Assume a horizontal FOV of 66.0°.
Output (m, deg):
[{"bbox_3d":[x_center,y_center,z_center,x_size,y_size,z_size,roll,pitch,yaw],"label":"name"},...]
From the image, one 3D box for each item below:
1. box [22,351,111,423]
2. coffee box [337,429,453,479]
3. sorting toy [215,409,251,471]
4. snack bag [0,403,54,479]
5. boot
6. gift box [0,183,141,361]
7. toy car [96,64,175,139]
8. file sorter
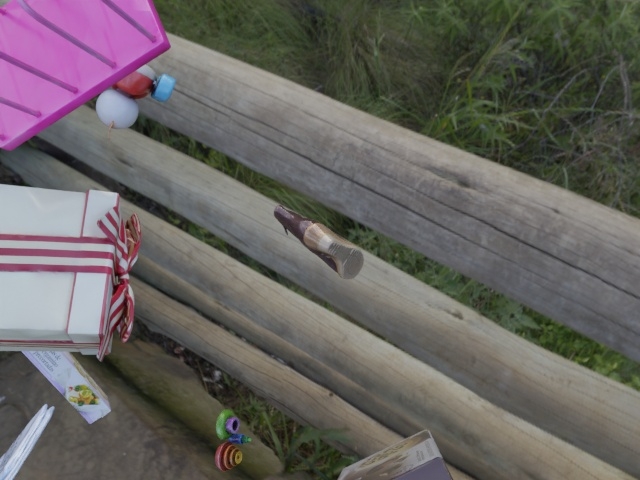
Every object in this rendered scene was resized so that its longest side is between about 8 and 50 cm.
[{"bbox_3d":[-0.635,0.333,1.233,0.063,0.324,0.067,-32,37,-18],"label":"box"},{"bbox_3d":[0.112,0.371,0.694,0.168,0.297,0.119,-26,73,2],"label":"coffee box"},{"bbox_3d":[-0.153,0.354,0.873,0.042,0.061,0.102,-6,74,23],"label":"sorting toy"},{"bbox_3d":[-0.776,0.595,1.150,0.323,0.037,0.342,-43,22,27],"label":"snack bag"},{"bbox_3d":[0.000,0.000,1.326,0.207,0.248,0.090,35,85,35],"label":"boot"},{"bbox_3d":[-0.426,0.061,0.776,0.258,0.276,0.255,5,74,-20],"label":"gift box"},{"bbox_3d":[-0.574,-0.406,1.421,0.238,0.219,0.210,-65,27,3],"label":"toy car"},{"bbox_3d":[-0.389,-0.291,0.622,0.290,0.182,0.202,-27,78,12],"label":"file sorter"}]
